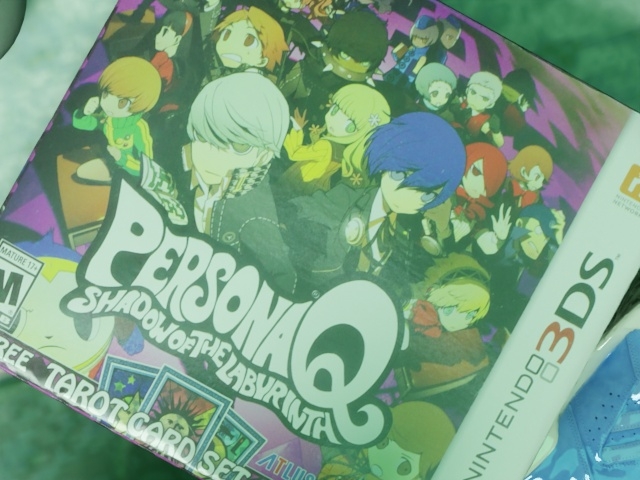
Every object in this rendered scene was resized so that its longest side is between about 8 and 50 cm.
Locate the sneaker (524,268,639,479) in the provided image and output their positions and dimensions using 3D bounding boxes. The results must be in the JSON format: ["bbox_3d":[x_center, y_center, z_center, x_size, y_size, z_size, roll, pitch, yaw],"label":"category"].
[{"bbox_3d":[0.142,0.070,0.733,0.084,0.058,0.152,44,90,-5],"label":"sneaker"}]

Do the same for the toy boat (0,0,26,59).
[{"bbox_3d":[-0.223,-0.186,0.608,0.267,0.148,0.318,-34,96,11],"label":"toy boat"}]

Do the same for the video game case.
[{"bbox_3d":[0.000,0.000,0.688,0.232,0.042,0.210,30,88,0],"label":"video game case"}]
